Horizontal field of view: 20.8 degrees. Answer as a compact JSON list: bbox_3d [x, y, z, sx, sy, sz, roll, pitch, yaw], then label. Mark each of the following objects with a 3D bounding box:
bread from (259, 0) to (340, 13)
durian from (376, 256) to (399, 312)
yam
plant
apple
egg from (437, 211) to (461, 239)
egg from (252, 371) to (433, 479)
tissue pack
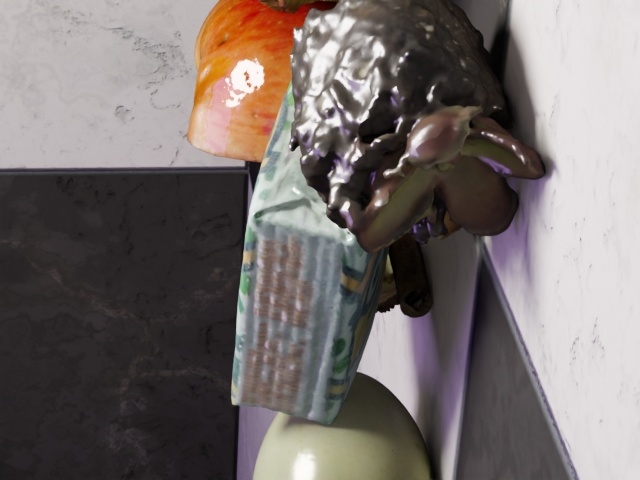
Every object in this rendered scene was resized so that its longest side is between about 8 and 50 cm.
[{"bbox_3d":[0.017,-0.404,1.705,0.398,0.215,0.398,179,90,-81],"label":"bread"},{"bbox_3d":[0.070,0.033,1.902,0.052,0.066,0.130,98,177,-48],"label":"durian"},{"bbox_3d":[0.077,-0.039,1.915,0.327,0.045,0.045,-100,-10,-49],"label":"yam"},{"bbox_3d":[0.074,-0.090,1.450,0.178,0.204,0.234,28,-144,-54],"label":"plant"},{"bbox_3d":[-0.026,-0.209,1.887,0.293,0.251,0.163,-103,9,-67],"label":"apple"},{"bbox_3d":[0.105,-0.043,1.611,0.071,0.071,0.083,-104,18,-59],"label":"egg"},{"bbox_3d":[0.023,0.251,1.803,0.188,0.188,0.254,101,170,-56],"label":"egg"},{"bbox_3d":[0.000,0.000,1.693,0.311,0.128,0.228,96,-172,-51],"label":"tissue pack"}]
